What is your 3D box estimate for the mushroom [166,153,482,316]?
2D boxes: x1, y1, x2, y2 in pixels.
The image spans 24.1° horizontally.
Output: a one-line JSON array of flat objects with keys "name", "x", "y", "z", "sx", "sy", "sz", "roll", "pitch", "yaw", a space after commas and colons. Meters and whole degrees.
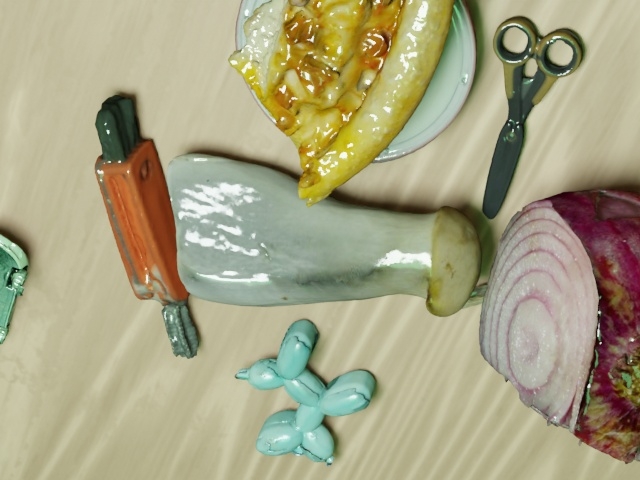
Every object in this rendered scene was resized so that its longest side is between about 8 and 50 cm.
[{"name": "mushroom", "x": 0.000, "y": 0.000, "z": 1.542, "sx": 0.328, "sy": 0.122, "sz": 0.159, "roll": 5, "pitch": 129, "yaw": 19}]

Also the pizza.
[{"name": "pizza", "x": 0.023, "y": -0.193, "z": 1.395, "sx": 0.182, "sy": 0.074, "sz": 0.365, "roll": 22, "pitch": 120, "yaw": -8}]

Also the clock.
[{"name": "clock", "x": 0.033, "y": -0.189, "z": 1.472, "sx": 0.244, "sy": 0.056, "sz": 0.244, "roll": 6, "pitch": 121, "yaw": 11}]

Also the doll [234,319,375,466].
[{"name": "doll", "x": -0.018, "y": 0.184, "z": 1.694, "sx": 0.158, "sy": 0.059, "sz": 0.159, "roll": -37, "pitch": 106, "yaw": 27}]

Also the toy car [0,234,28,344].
[{"name": "toy car", "x": -0.380, "y": 0.050, "z": 1.715, "sx": 0.093, "sy": 0.058, "sz": 0.186, "roll": 27, "pitch": 134, "yaw": -1}]

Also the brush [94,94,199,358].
[{"name": "brush", "x": -0.189, "y": -0.005, "z": 1.627, "sx": 0.051, "sy": 0.070, "sz": 0.323, "roll": -3, "pitch": 119, "yaw": 21}]

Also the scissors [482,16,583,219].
[{"name": "scissors", "x": 0.194, "y": -0.115, "z": 1.493, "sx": 0.088, "sy": 0.017, "sz": 0.220, "roll": 16, "pitch": 122, "yaw": 5}]

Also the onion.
[{"name": "onion", "x": 0.302, "y": 0.081, "z": 1.466, "sx": 0.230, "sy": 0.272, "sz": 0.256, "roll": 7, "pitch": 130, "yaw": -19}]
